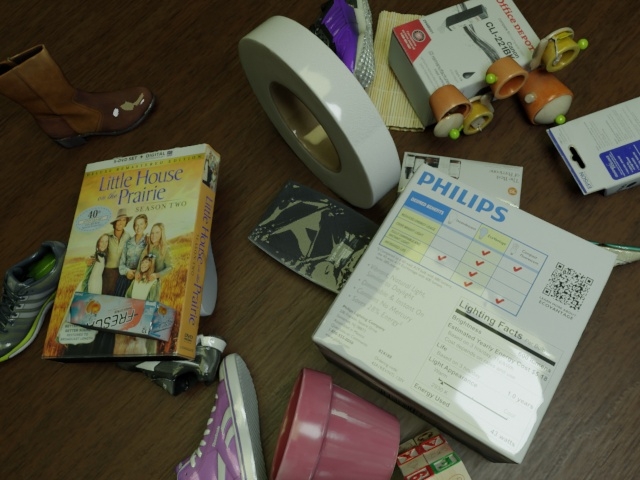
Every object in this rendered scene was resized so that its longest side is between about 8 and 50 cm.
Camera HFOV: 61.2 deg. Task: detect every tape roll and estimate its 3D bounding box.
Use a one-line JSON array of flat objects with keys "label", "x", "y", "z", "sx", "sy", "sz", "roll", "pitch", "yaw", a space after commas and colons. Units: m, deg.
[{"label": "tape roll", "x": -0.005, "y": -0.226, "z": 1.012, "sx": 0.072, "sy": 0.392, "sz": 0.392, "roll": -41, "pitch": 70, "yaw": -8}]

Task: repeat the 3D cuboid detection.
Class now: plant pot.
[{"label": "plant pot", "x": 0.027, "y": 0.335, "z": 0.914, "sx": 0.180, "sy": 0.201, "sz": 0.201, "roll": 17, "pitch": 72, "yaw": -4}]

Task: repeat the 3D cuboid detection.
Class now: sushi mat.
[{"label": "sushi mat", "x": 0.184, "y": -0.394, "z": 1.248, "sx": 0.152, "sy": 0.019, "sz": 0.316, "roll": 9, "pitch": 71, "yaw": 9}]

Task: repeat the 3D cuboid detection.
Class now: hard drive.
[{"label": "hard drive", "x": 0.000, "y": 0.000, "z": 1.103, "sx": 0.255, "sy": 0.054, "sz": 0.172, "roll": 29, "pitch": 75, "yaw": 16}]

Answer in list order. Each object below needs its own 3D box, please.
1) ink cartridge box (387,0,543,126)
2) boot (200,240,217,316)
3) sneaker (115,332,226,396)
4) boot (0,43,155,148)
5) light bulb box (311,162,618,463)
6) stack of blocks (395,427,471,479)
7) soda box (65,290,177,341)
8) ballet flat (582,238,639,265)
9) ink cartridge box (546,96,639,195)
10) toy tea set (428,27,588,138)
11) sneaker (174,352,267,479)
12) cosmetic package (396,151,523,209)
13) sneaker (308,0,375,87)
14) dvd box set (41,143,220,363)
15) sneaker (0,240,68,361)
[{"label": "ink cartridge box", "x": 0.312, "y": -0.396, "z": 1.170, "sx": 0.273, "sy": 0.114, "sz": 0.197, "roll": -22, "pitch": 71, "yaw": -7}, {"label": "boot", "x": -0.290, "y": 0.045, "z": 1.111, "sx": 0.123, "sy": 0.095, "sz": 0.258, "roll": -16, "pitch": 61, "yaw": 8}, {"label": "sneaker", "x": -0.290, "y": 0.239, "z": 1.014, "sx": 0.234, "sy": 0.078, "sz": 0.106, "roll": -9, "pitch": 57, "yaw": 17}, {"label": "boot", "x": -0.527, "y": -0.332, "z": 1.168, "sx": 0.264, "sy": 0.280, "sz": 0.096, "roll": -16, "pitch": 69, "yaw": 1}, {"label": "light bulb box", "x": 0.237, "y": 0.126, "z": 0.937, "sx": 0.358, "sy": 0.225, "sz": 0.361, "roll": 29, "pitch": 75, "yaw": 17}, {"label": "stack of blocks", "x": 0.225, "y": 0.465, "z": 0.839, "sx": 0.087, "sy": 0.171, "sz": 0.297, "roll": -26, "pitch": 87, "yaw": -3}, {"label": "soda box", "x": -0.344, "y": 0.131, "z": 0.935, "sx": 0.183, "sy": 0.063, "sz": 0.058, "roll": 3, "pitch": 69, "yaw": 22}, {"label": "ballet flat", "x": 0.535, "y": 0.027, "z": 1.039, "sx": 0.168, "sy": 0.057, "sz": 0.052, "roll": 10, "pitch": 99, "yaw": 14}, {"label": "ink cartridge box", "x": 0.639, "y": -0.200, "z": 1.098, "sx": 0.333, "sy": 0.065, "sz": 0.165, "roll": -18, "pitch": 69, "yaw": -2}, {"label": "toy tea set", "x": 0.380, "y": -0.271, "z": 1.086, "sx": 0.336, "sy": 0.200, "sz": 0.124, "roll": -25, "pitch": 67, "yaw": 0}, {"label": "sneaker", "x": -0.192, "y": 0.352, "z": 0.973, "sx": 0.161, "sy": 0.102, "sz": 0.282, "roll": -12, "pitch": 68, "yaw": 6}, {"label": "cosmetic package", "x": 0.282, "y": -0.113, "z": 1.109, "sx": 0.239, "sy": 0.060, "sz": 0.098, "roll": 9, "pitch": 72, "yaw": 10}, {"label": "sneaker", "x": 0.043, "y": -0.451, "z": 1.243, "sx": 0.146, "sy": 0.102, "sz": 0.293, "roll": -7, "pitch": 58, "yaw": 16}, {"label": "dvd box set", "x": -0.362, "y": 0.024, "z": 1.059, "sx": 0.308, "sy": 0.062, "sz": 0.420, "roll": -5, "pitch": 67, "yaw": 20}, {"label": "sneaker", "x": -0.608, "y": 0.114, "z": 1.097, "sx": 0.111, "sy": 0.121, "sz": 0.300, "roll": 30, "pitch": 76, "yaw": 17}]
